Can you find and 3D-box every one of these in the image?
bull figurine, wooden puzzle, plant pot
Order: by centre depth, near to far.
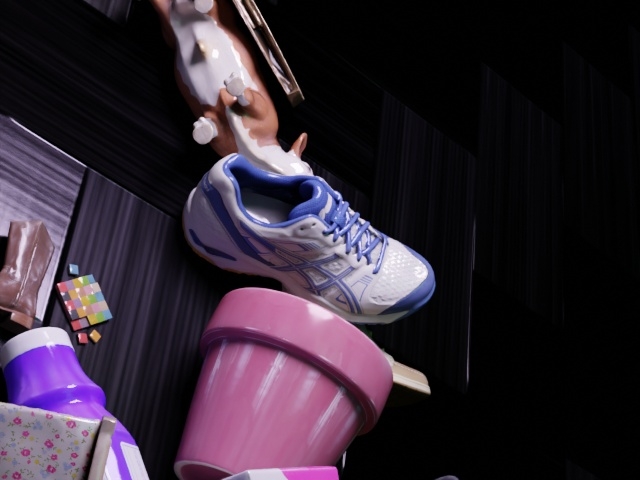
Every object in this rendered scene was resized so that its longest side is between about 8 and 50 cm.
[{"bbox_3d":[-0.235,0.062,1.308,0.049,0.006,0.083,-18,81,-51],"label":"wooden puzzle"},{"bbox_3d":[-0.050,0.176,1.311,0.201,0.201,0.180,41,58,-24],"label":"plant pot"},{"bbox_3d":[-0.107,-0.174,1.493,0.310,0.101,0.188,61,6,11],"label":"bull figurine"}]

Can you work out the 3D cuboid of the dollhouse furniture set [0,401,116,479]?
[{"bbox_3d":[-0.213,0.223,0.956,0.303,0.174,0.355,12,84,-9],"label":"dollhouse furniture set"}]

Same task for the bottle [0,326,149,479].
[{"bbox_3d":[-0.213,0.211,1.149,0.092,0.118,0.283,36,26,-60],"label":"bottle"}]

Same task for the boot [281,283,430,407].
[{"bbox_3d":[0.038,0.099,1.527,0.213,0.077,0.165,20,53,-31],"label":"boot"}]

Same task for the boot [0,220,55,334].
[{"bbox_3d":[-0.300,0.018,1.239,0.106,0.037,0.114,43,44,-41],"label":"boot"}]

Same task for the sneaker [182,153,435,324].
[{"bbox_3d":[0.000,0.000,1.431,0.296,0.131,0.112,18,53,-13],"label":"sneaker"}]

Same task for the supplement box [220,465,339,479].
[{"bbox_3d":[-0.087,0.280,1.170,0.111,0.220,0.114,7,63,-45],"label":"supplement box"}]

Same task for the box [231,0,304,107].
[{"bbox_3d":[-0.068,-0.239,1.565,0.164,0.021,0.201,60,1,-1],"label":"box"}]

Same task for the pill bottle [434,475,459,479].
[{"bbox_3d":[0.181,0.378,1.481,0.219,0.123,0.123,53,40,-9],"label":"pill bottle"}]
